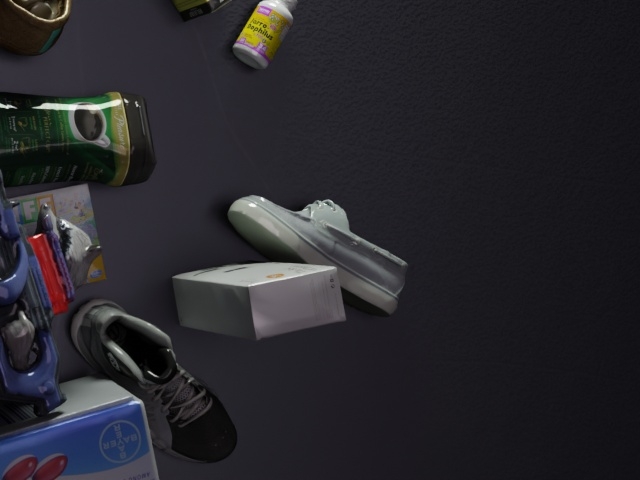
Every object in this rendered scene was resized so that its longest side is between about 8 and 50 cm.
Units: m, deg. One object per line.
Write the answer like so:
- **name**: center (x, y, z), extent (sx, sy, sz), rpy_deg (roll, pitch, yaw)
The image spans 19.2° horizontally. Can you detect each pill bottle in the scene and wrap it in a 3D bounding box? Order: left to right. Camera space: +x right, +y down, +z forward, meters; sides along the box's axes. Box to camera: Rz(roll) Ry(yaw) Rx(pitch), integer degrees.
- **pill bottle**: center (-0.058, -0.229, 2.048), extent (0.043, 0.043, 0.083), rpy_deg (33, 78, -19)

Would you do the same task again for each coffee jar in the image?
- **coffee jar**: center (-0.262, -0.103, 1.940), extent (0.184, 0.079, 0.096), rpy_deg (-1, 64, -22)

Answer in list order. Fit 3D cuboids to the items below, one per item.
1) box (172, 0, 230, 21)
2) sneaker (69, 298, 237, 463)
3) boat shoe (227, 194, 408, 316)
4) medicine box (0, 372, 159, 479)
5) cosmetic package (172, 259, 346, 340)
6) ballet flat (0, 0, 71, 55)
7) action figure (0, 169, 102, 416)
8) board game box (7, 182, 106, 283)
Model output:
- **box**: center (-0.169, -0.343, 1.980), extent (0.058, 0.087, 0.232), rpy_deg (-38, 103, -20)
- **sneaker**: center (-0.161, 0.155, 1.959), extent (0.228, 0.132, 0.086), rpy_deg (45, 75, -16)
- **boat shoe**: center (0.001, 0.000, 2.061), extent (0.227, 0.079, 0.081), rpy_deg (33, 72, -25)
- **medicine box**: center (-0.291, 0.310, 1.884), extent (0.263, 0.149, 0.289), rpy_deg (-15, 103, -21)
- **cosmetic package**: center (-0.068, 0.058, 1.940), extent (0.099, 0.239, 0.060), rpy_deg (-14, 96, -22)
- **ballet flat**: center (-0.331, -0.350, 1.889), extent (0.116, 0.124, 0.342), rpy_deg (-24, 99, -32)
- **action figure**: center (-0.381, 0.014, 1.841), extent (0.330, 0.178, 0.341), rpy_deg (-9, 91, -21)
- **board game box**: center (-0.307, 0.006, 1.956), extent (0.154, 0.026, 0.103), rpy_deg (-13, 95, -22)
